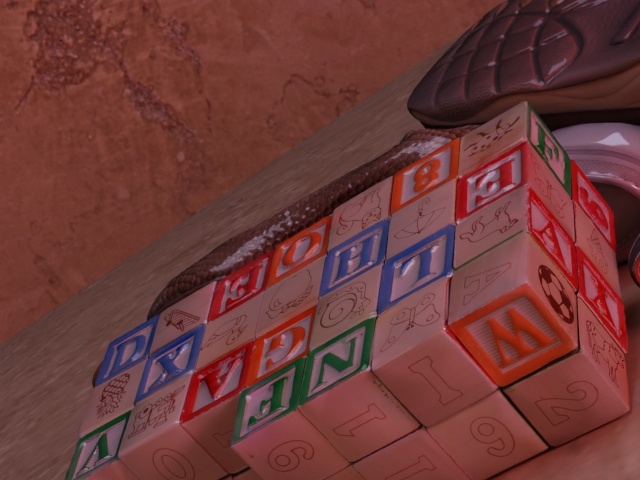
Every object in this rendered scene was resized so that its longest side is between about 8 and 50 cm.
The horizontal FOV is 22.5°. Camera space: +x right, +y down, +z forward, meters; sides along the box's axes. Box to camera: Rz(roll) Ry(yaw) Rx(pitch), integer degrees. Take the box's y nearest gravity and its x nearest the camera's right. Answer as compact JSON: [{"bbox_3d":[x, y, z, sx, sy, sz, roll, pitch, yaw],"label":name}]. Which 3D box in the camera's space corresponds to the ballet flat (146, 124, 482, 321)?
[{"bbox_3d":[0.000,0.000,0.941,0.250,0.084,0.058,-31,44,25],"label":"ballet flat"}]

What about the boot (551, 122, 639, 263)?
[{"bbox_3d":[0.102,0.023,0.950,0.258,0.095,0.123,-27,24,52],"label":"boot"}]

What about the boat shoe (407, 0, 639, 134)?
[{"bbox_3d":[0.187,-0.081,0.957,0.132,0.130,0.355,-47,23,-23],"label":"boat shoe"}]

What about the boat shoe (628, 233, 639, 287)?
[{"bbox_3d":[0.212,-0.007,0.786,0.137,0.049,0.043,-25,14,23],"label":"boat shoe"}]

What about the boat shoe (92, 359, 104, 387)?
[{"bbox_3d":[-0.030,0.064,1.214,0.285,0.089,0.104,-33,-18,-7],"label":"boat shoe"}]

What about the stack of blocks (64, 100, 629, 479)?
[{"bbox_3d":[0.008,0.069,0.840,0.297,0.087,0.171,-30,26,24],"label":"stack of blocks"}]
